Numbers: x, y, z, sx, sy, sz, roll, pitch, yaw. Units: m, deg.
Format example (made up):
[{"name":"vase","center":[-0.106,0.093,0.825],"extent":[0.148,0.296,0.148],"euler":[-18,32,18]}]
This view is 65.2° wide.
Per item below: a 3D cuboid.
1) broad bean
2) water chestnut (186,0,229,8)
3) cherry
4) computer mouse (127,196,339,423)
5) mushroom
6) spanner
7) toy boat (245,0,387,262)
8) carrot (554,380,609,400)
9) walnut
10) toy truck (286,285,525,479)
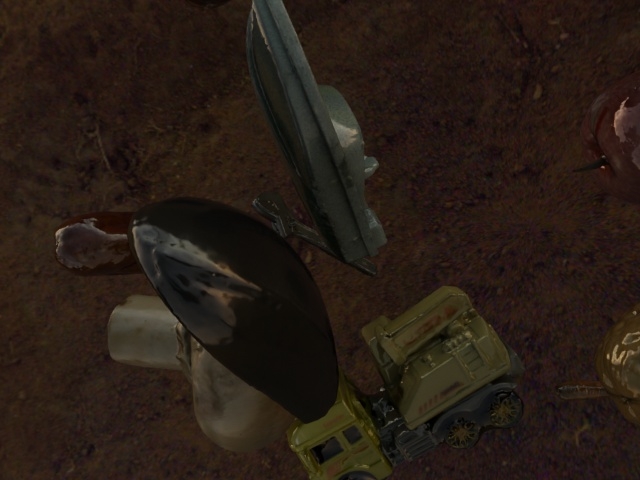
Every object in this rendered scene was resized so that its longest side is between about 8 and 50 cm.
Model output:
[{"name":"broad bean","center":[-0.375,0.004,0.940],"extent":[0.156,0.228,0.122],"euler":[-18,80,55]},{"name":"water chestnut","center":[-0.246,-0.685,1.157],"extent":[0.289,0.244,0.289],"euler":[-3,83,25]},{"name":"cherry","center":[0.544,-0.170,0.820],"extent":[0.285,0.236,0.213],"euler":[-28,87,2]},{"name":"computer mouse","center":[-0.043,0.051,0.408],"extent":[0.086,0.270,0.137],"euler":[-34,53,-4]},{"name":"mushroom","center":[-0.158,0.150,0.723],"extent":[0.289,0.292,0.293],"euler":[4,93,-2]},{"name":"spanner","center":[0.000,0.000,0.932],"extent":[0.026,0.325,0.093],"euler":[-31,47,33]},{"name":"toy boat","center":[-0.001,-0.106,0.516],"extent":[0.092,0.320,0.141],"euler":[-25,51,1]},{"name":"carrot","center":[0.509,0.269,0.902],"extent":[0.165,0.035,0.036],"euler":[-6,89,12]},{"name":"walnut","center":[0.469,0.162,0.680],"extent":[0.184,0.155,0.155],"euler":[-39,74,-18]},{"name":"toy truck","center":[0.130,0.255,0.854],"extent":[0.405,0.181,0.254],"euler":[-31,108,4]}]
